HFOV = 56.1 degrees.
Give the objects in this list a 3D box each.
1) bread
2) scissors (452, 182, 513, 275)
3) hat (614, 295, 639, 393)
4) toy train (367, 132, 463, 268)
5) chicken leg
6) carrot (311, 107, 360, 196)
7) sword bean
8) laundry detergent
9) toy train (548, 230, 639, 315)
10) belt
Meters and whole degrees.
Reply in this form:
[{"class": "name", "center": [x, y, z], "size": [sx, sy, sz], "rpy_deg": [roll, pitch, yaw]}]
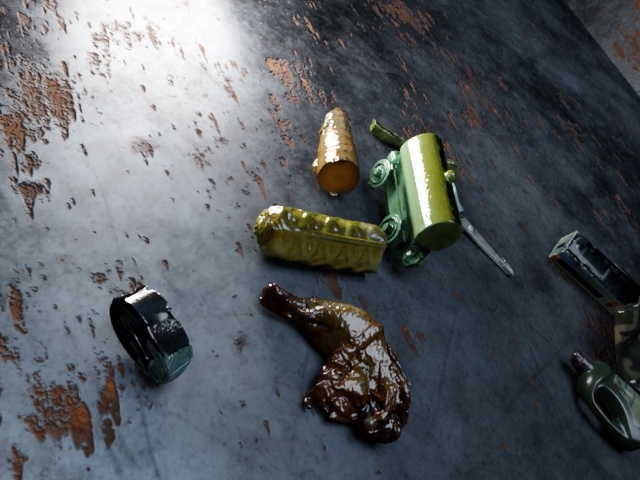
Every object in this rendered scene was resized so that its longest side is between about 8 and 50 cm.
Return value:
[{"class": "bread", "center": [0.000, -0.001, 1.129], "size": [0.269, 0.098, 0.087], "rpy_deg": [11, 12, -30]}, {"class": "scissors", "center": [0.348, -0.050, 1.465], "size": [0.360, 0.029, 0.191], "rpy_deg": [47, 41, 6]}, {"class": "hat", "center": [0.886, 0.203, 1.493], "size": [0.366, 0.257, 0.382], "rpy_deg": [30, 37, 6]}, {"class": "toy train", "center": [0.198, -0.093, 1.271], "size": [0.126, 0.189, 0.308], "rpy_deg": [19, 48, -26]}, {"class": "chicken leg", "center": [0.028, 0.192, 1.003], "size": [0.177, 0.083, 0.323], "rpy_deg": [-16, 69, -27]}, {"class": "carrot", "center": [0.038, -0.218, 1.331], "size": [0.101, 0.102, 0.263], "rpy_deg": [21, 43, -21]}, {"class": "sword bean", "center": [0.241, -0.234, 1.535], "size": [0.269, 0.038, 0.043], "rpy_deg": [23, 71, -20]}, {"class": "laundry detergent", "center": [0.626, 0.340, 1.316], "size": [0.222, 0.078, 0.144], "rpy_deg": [48, 47, 6]}, {"class": "toy train", "center": [0.785, 0.144, 1.584], "size": [0.409, 0.089, 0.086], "rpy_deg": [42, 68, -1]}, {"class": "belt", "center": [-0.237, 0.132, 0.832], "size": [0.058, 0.105, 0.140], "rpy_deg": [-32, 84, -42]}]
